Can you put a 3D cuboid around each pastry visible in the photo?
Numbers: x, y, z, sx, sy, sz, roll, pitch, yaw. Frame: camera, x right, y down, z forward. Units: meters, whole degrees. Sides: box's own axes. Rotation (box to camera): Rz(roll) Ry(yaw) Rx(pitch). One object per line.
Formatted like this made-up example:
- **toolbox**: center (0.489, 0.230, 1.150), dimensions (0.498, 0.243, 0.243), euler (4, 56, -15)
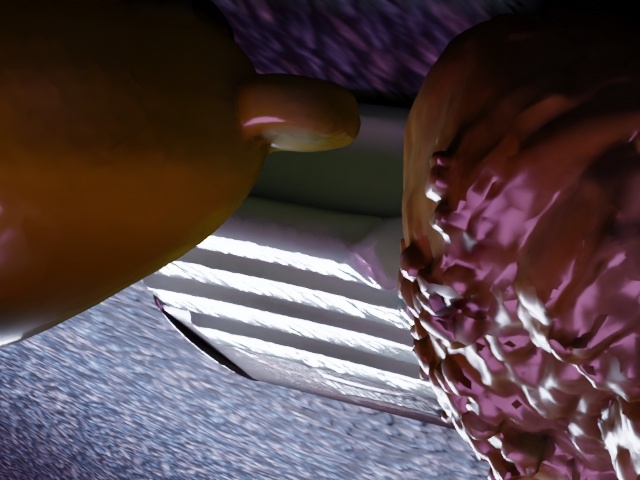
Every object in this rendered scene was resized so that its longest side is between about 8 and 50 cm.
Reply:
- **pastry**: center (0.155, 0.043, 0.734), dimensions (0.311, 0.162, 0.255), euler (25, 166, 19)

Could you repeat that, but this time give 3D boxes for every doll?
- **doll**: center (-0.222, -0.015, 0.840), dimensions (0.423, 0.161, 0.348), euler (-2, 167, -13)

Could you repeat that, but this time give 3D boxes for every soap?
- **soap**: center (0.000, 0.000, 0.997), dimensions (0.265, 0.087, 0.160), euler (10, 155, 51)

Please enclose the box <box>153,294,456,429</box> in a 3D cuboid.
- **box**: center (0.012, 0.051, 1.174), dimensions (0.224, 0.069, 0.120), euler (9, 154, 48)
